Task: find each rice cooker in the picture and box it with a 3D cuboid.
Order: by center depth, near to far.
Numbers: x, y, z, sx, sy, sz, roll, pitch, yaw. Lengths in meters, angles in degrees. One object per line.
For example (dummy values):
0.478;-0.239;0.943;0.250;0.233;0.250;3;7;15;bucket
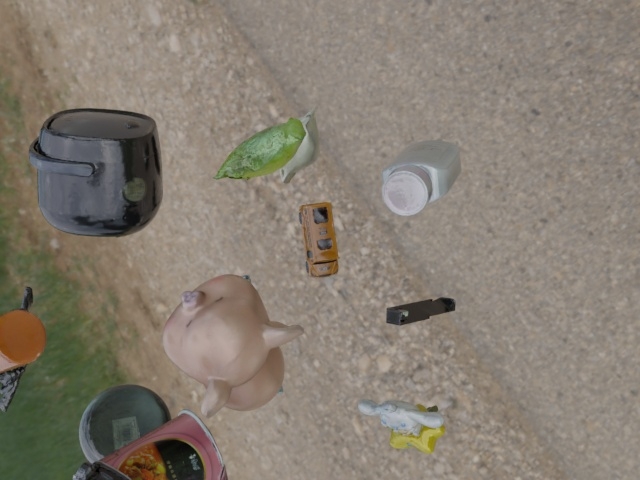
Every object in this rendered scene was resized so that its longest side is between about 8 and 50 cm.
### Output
-0.442;-0.135;1.443;0.267;0.267;0.224;31;124;39;rice cooker

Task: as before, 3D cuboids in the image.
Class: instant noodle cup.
-0.340;0.491;1.437;0.244;0.255;0.244;30;129;46;instant noodle cup

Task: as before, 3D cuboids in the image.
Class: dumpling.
-0.058;-0.271;2.024;0.126;0.166;0.215;1;113;15;dumpling

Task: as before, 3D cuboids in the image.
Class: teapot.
-0.473;0.546;1.847;0.305;0.223;0.285;46;148;14;teapot

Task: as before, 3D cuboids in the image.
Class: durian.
-0.147;-0.218;1.789;0.250;0.139;0.101;-26;81;17;durian

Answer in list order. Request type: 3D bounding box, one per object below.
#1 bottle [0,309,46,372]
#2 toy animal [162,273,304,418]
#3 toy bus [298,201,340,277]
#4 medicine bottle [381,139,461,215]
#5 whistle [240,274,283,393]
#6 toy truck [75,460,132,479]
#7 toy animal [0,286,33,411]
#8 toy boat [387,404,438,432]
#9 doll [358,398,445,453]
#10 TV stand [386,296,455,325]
-0.419;0.139;0.916;0.187;0.069;0.069;-22;94;40;bottle
-0.174;0.215;1.407;0.269;0.237;0.326;29;155;53;toy animal
0.000;0.000;1.857;0.088;0.083;0.194;179;83;-76;toy bus
0.235;-0.154;1.706;0.161;0.296;0.111;-1;109;20;medicine bottle
-0.160;0.240;1.785;0.062;0.062;0.312;0;108;53;whistle
-0.411;0.478;1.195;0.110;0.216;0.116;25;124;12;toy truck
-0.522;0.187;1.233;0.148;0.084;0.232;-43;28;19;toy animal
0.208;0.403;1.635;0.115;0.063;0.016;-31;82;36;toy boat
0.132;0.263;1.065;0.113;0.071;0.135;34;151;-21;doll
0.274;0.188;1.942;0.049;0.256;0.040;6;98;43;TV stand
